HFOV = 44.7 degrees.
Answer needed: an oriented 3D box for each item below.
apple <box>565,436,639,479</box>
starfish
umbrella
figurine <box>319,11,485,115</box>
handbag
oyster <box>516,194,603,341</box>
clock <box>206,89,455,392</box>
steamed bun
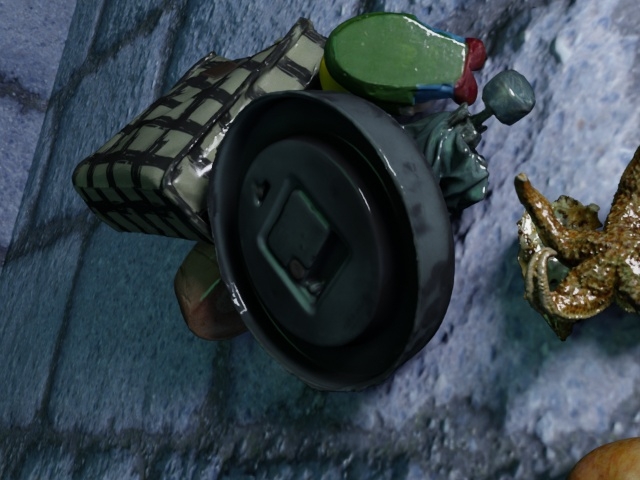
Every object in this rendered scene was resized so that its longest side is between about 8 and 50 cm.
[{"bbox_3d":[0.218,0.196,0.528,0.126,0.102,0.126,-31,48,42],"label":"apple"},{"bbox_3d":[0.249,-0.010,0.613,0.190,0.074,0.146,-7,60,30],"label":"starfish"},{"bbox_3d":[0.097,-0.059,0.835,0.349,0.094,0.143,-41,62,42],"label":"umbrella"},{"bbox_3d":[0.089,-0.197,0.915,0.234,0.185,0.127,66,-152,-85],"label":"figurine"},{"bbox_3d":[-0.157,-0.149,1.105,0.325,0.162,0.327,7,55,53],"label":"handbag"},{"bbox_3d":[0.208,0.020,0.696,0.086,0.029,0.132,14,74,43],"label":"oyster"},{"bbox_3d":[0.000,0.000,0.828,0.325,0.067,0.324,20,118,43],"label":"clock"},{"bbox_3d":[-0.119,0.046,1.072,0.175,0.106,0.145,-48,32,5],"label":"steamed bun"}]
